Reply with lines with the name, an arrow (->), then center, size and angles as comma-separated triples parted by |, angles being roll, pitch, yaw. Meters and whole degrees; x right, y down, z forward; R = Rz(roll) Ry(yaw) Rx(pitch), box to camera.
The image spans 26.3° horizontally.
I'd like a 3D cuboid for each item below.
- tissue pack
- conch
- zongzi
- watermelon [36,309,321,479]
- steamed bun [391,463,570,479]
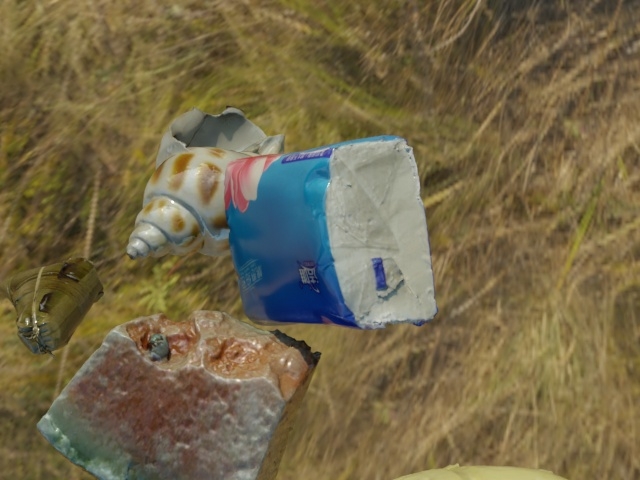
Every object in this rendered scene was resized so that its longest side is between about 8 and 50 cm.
tissue pack -> 0.000, 0.000, 1.523 | 0.137, 0.270, 0.209 | -12, 95, -30
conch -> -0.144, -0.059, 1.736 | 0.183, 0.275, 0.148 | 30, 117, 20
zongzi -> -0.405, 0.104, 1.849 | 0.178, 0.189, 0.081 | -7, 121, 24
watermelon -> -0.172, 0.220, 1.571 | 0.264, 0.151, 0.302 | 26, 112, 11
steamed bun -> 0.115, 0.278, 0.953 | 0.273, 0.232, 0.166 | 13, 152, -34
